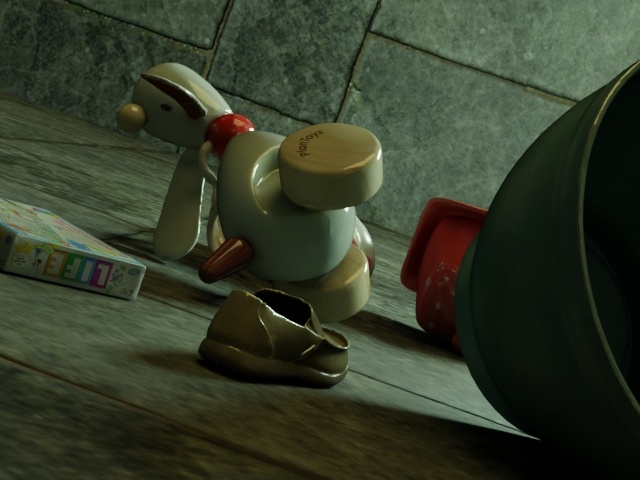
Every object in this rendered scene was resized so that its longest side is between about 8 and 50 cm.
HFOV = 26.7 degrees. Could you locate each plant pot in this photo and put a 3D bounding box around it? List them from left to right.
[{"bbox_3d":[0.214,0.038,0.897,0.293,0.293,0.196,17,-21,-29],"label":"plant pot"}]

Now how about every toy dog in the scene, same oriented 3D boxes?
[{"bbox_3d":[-0.089,-0.042,1.136,0.161,0.220,0.333,-21,18,-30],"label":"toy dog"}]

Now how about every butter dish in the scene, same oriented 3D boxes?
[{"bbox_3d":[0.153,0.058,1.283,0.160,0.118,0.160,18,-36,2],"label":"butter dish"}]

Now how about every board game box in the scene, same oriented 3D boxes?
[{"bbox_3d":[-0.205,-0.002,0.942,0.103,0.026,0.154,16,5,-40],"label":"board game box"}]

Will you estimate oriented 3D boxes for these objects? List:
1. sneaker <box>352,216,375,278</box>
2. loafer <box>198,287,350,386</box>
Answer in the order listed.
[{"bbox_3d":[0.000,0.000,1.347,0.111,0.103,0.252,16,6,-27],"label":"sneaker"},{"bbox_3d":[-0.019,0.059,0.840,0.056,0.050,0.148,21,5,25],"label":"loafer"}]
